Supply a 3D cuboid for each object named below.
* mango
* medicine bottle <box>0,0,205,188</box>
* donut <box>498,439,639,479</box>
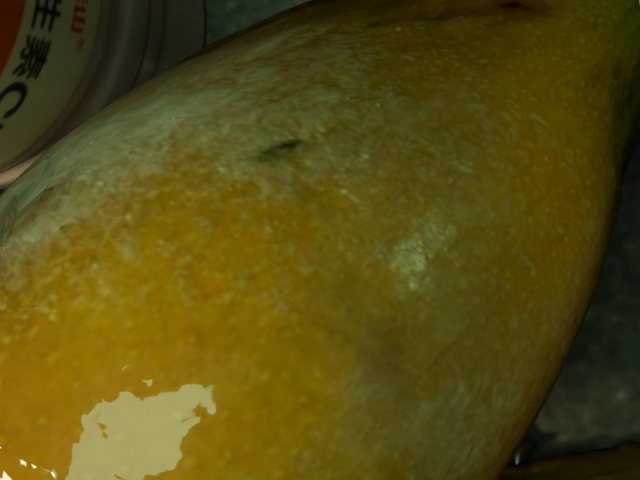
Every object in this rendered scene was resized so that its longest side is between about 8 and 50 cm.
[{"bbox_3d":[0.000,0.000,0.497,0.316,0.146,0.192,-48,28,-24],"label":"mango"},{"bbox_3d":[-0.143,-0.083,0.536,0.133,0.249,0.133,0,89,19],"label":"medicine bottle"},{"bbox_3d":[0.069,0.271,0.497,0.377,0.163,0.435,34,101,19],"label":"donut"}]
